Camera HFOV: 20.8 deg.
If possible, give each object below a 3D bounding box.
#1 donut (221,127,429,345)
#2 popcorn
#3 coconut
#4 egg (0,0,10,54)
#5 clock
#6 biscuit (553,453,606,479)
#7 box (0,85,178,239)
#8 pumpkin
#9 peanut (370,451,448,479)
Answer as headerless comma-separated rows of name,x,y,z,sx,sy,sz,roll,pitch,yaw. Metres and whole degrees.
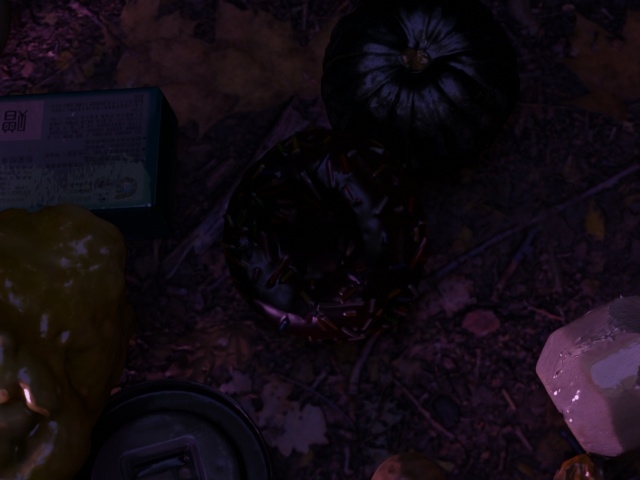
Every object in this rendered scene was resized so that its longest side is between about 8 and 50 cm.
donut,0.000,0.000,1.826,0.235,0.089,0.235,4,99,24
popcorn,-0.338,0.123,1.794,0.293,0.334,0.292,-8,85,-36
coconut,0.307,0.133,1.727,0.162,0.161,0.161,-32,66,4
egg,-0.422,-0.265,2.052,0.114,0.114,0.152,-11,62,7
clock,-0.159,0.256,1.809,0.226,0.049,0.226,0,68,0
biscuit,0.263,0.396,1.665,0.054,0.094,0.378,-6,67,9
box,-0.289,-0.081,1.965,0.245,0.092,0.153,-1,67,9
pumpkin,0.107,-0.173,1.888,0.220,0.162,0.220,-1,78,5
peanut,0.099,0.319,1.726,0.108,0.095,0.226,-8,68,12
